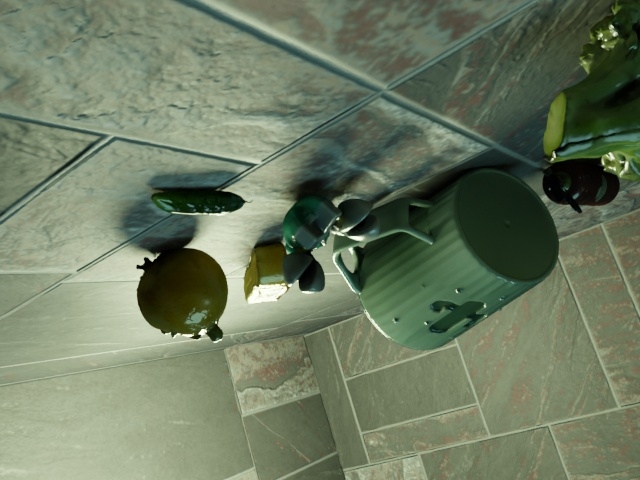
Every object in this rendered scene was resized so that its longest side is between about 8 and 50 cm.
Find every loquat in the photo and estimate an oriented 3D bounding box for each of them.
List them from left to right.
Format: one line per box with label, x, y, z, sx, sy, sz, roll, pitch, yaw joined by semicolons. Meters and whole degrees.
loquat;-0.251;0.106;1.161;0.172;0.204;0.149;-33;-179;16

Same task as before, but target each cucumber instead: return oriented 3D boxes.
cucumber;-0.176;-0.056;0.923;0.168;0.039;0.039;-2;160;-42

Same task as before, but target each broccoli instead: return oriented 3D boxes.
broccoli;0.373;-0.174;0.752;0.245;0.248;0.288;-10;122;-4

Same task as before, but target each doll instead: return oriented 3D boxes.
doll;0.012;-0.016;1.127;0.195;0.153;0.258;-52;180;20

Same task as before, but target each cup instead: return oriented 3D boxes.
cup;0.253;0.053;1.357;0.400;0.310;0.392;-12;161;-30

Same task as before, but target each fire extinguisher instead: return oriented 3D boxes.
fire extinguisher;0.595;-0.118;1.433;0.344;0.138;0.102;-3;146;-49

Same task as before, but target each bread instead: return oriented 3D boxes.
bread;-0.120;0.076;1.408;0.094;0.102;0.245;-6;163;-15
